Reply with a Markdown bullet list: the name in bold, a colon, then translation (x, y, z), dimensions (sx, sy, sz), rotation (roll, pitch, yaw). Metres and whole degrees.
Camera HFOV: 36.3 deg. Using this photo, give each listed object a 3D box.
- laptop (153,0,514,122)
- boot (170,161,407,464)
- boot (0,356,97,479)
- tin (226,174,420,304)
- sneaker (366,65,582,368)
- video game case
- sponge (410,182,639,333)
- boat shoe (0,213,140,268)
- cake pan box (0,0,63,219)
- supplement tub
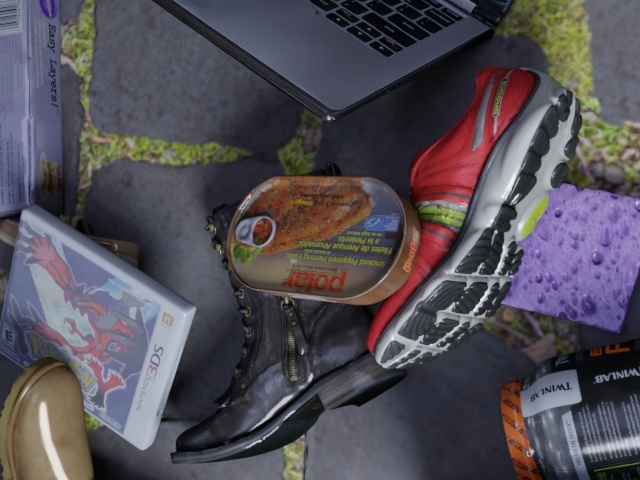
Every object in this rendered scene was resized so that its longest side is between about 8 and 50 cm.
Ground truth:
- **laptop**: translation (0.012, -0.353, 0.847), dimensions (0.382, 0.408, 0.236), rotation (37, 132, 18)
- **boot**: translation (-0.058, 0.072, 0.926), dimensions (0.263, 0.091, 0.229), rotation (-28, 72, 12)
- **boot**: translation (-0.178, 0.258, 0.936), dimensions (0.269, 0.089, 0.236), rotation (20, 117, 21)
- **tin**: translation (0.000, 0.000, 0.832), dimensions (0.189, 0.040, 0.106), rotation (5, 72, 39)
- **sneaker**: translation (0.115, -0.020, 0.836), dimensions (0.118, 0.107, 0.279), rotation (34, 95, 38)
- **video game case**: translation (-0.228, 0.088, 0.964), dimensions (0.201, 0.023, 0.183), rotation (30, 122, 16)
- **sponge**: translation (0.177, 0.001, 0.865), dimensions (0.210, 0.031, 0.117), rotation (14, 90, 21)
- **boat shoe**: translation (-0.257, 0.003, 1.010), dimensions (0.170, 0.063, 0.059), rotation (19, 81, 19)
- **cake pan box**: translation (-0.401, -0.151, 1.063), dimensions (0.245, 0.070, 0.267), rotation (-5, 85, 17)
- **supplement tub**: translation (0.249, 0.140, 0.785), dimensions (0.190, 0.117, 0.117), rotation (-15, 82, 17)
